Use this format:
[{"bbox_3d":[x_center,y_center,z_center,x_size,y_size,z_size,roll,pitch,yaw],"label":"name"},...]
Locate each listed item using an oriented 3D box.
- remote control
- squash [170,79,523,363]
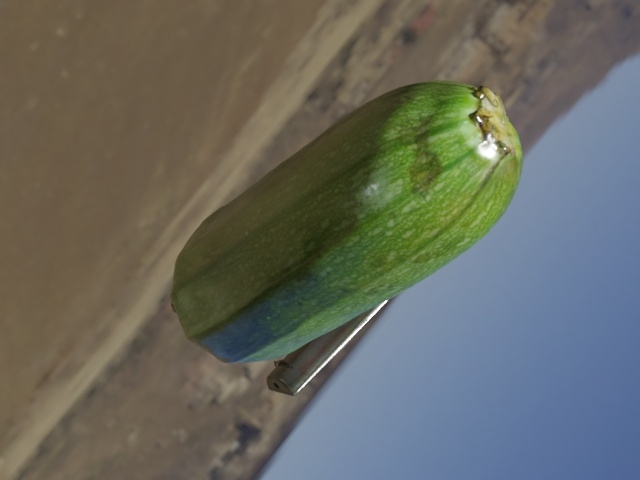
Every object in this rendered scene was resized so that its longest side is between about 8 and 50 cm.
[{"bbox_3d":[0.007,0.041,0.802,0.091,0.016,0.034,-45,-156,-20],"label":"remote control"},{"bbox_3d":[0.000,0.000,0.639,0.219,0.068,0.077,-31,-157,54],"label":"squash"}]
